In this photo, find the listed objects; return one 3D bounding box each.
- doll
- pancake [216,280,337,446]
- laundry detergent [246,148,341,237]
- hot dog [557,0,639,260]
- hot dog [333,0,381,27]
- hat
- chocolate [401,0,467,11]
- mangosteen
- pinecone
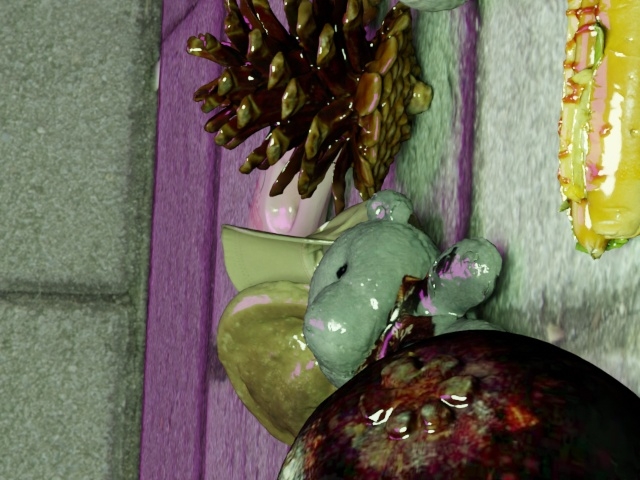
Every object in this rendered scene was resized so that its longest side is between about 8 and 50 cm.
[{"bbox_3d":[0.072,0.093,1.701,0.246,0.158,0.340,-66,24,21],"label":"doll"},{"bbox_3d":[-0.003,0.143,1.950,0.050,0.242,0.242,-51,-15,-43],"label":"pancake"},{"bbox_3d":[-0.017,-0.104,2.296,0.335,0.088,0.159,108,155,-45],"label":"laundry detergent"},{"bbox_3d":[0.210,-0.110,1.404,0.104,0.076,0.250,-160,76,-75],"label":"hot dog"},{"bbox_3d":[0.038,-0.284,2.194,0.140,0.060,0.089,-172,90,-70],"label":"hot dog"},{"bbox_3d":[0.000,0.000,1.946,0.144,0.173,0.166,-47,-21,-27],"label":"hat"},{"bbox_3d":[0.122,-0.269,1.747,0.248,0.110,0.110,178,95,-76],"label":"chocolate"},{"bbox_3d":[0.121,0.210,1.309,0.297,0.313,0.297,-25,48,31],"label":"mangosteen"},{"bbox_3d":[-0.012,-0.166,1.978,0.264,0.264,0.264,-176,90,-76],"label":"pinecone"}]
